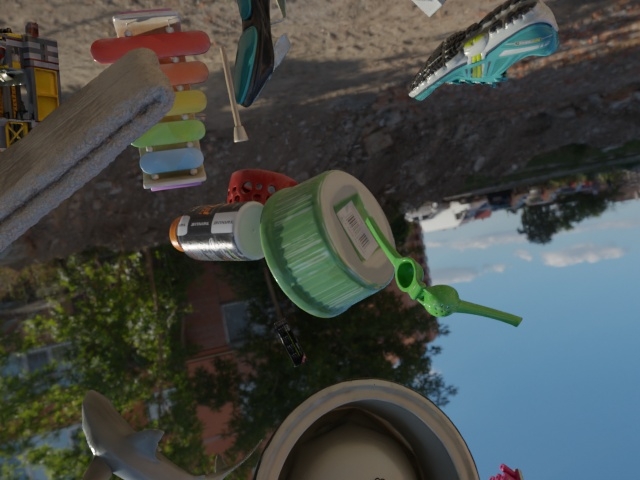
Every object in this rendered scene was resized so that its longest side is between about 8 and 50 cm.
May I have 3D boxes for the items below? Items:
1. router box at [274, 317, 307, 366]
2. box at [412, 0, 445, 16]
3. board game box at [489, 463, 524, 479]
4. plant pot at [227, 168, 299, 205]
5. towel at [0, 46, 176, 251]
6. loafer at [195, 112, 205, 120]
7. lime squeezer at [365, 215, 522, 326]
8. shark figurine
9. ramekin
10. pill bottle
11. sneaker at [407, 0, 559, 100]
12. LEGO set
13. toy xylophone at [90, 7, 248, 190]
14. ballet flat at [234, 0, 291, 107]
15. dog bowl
[{"bbox_3d":[-0.082,0.276,1.477,0.038,0.122,0.092,-28,-178,-8],"label":"router box"},{"bbox_3d":[0.189,-0.455,0.907,0.101,0.102,0.087,-49,-170,6],"label":"box"},{"bbox_3d":[0.341,0.744,1.223,0.050,0.390,0.390,35,-167,6],"label":"board game box"},{"bbox_3d":[-0.158,-0.076,1.425,0.191,0.174,0.191,10,168,2],"label":"plant pot"},{"bbox_3d":[-0.279,-0.098,0.588,0.282,0.049,0.187,-38,-143,1],"label":"towel"},{"bbox_3d":[-0.342,-0.295,1.337,0.125,0.039,0.045,3,-161,10],"label":"loafer"},{"bbox_3d":[0.178,0.059,0.881,0.110,0.310,0.059,-41,157,-35],"label":"lime squeezer"},{"bbox_3d":[-0.228,0.313,0.794,0.278,0.116,0.166,28,-155,-14],"label":"shark figurine"},{"bbox_3d":[0.030,-0.002,1.156,0.148,0.303,0.303,-26,172,33],"label":"ramekin"},{"bbox_3d":[-0.234,-0.018,1.231,0.245,0.130,0.130,-2,-174,37],"label":"pill bottle"},{"bbox_3d":[0.268,-0.302,0.929,0.275,0.110,0.107,-18,-143,45],"label":"sneaker"},{"bbox_3d":[-0.518,-0.212,0.733,0.331,0.192,0.255,5,-170,32],"label":"LEGO set"},{"bbox_3d":[-0.265,-0.262,1.005,0.236,0.323,0.081,-18,-167,-12],"label":"toy xylophone"},{"bbox_3d":[-0.101,-0.377,0.958,0.096,0.281,0.095,-4,-171,-28],"label":"ballet flat"},{"bbox_3d":[0.061,0.444,0.905,0.408,0.408,0.150,-11,166,-24],"label":"dog bowl"}]
